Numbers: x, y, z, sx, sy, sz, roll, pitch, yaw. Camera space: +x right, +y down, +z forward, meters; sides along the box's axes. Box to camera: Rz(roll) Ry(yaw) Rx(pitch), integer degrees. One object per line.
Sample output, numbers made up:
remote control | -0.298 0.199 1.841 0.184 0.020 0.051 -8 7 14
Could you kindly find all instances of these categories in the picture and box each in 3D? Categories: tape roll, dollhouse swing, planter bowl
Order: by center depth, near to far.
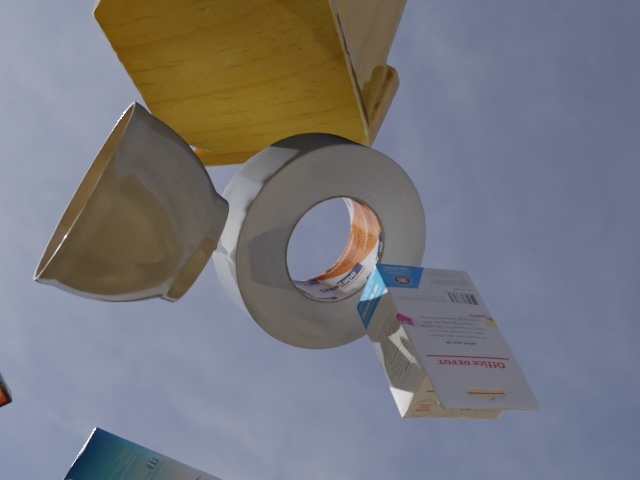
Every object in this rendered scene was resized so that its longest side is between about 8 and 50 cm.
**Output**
planter bowl | -0.142 -0.015 0.756 0.109 0.162 0.162 30 -48 -17
tape roll | 0.000 0.000 0.981 0.072 0.219 0.219 32 -37 57
dollhouse swing | -0.051 -0.317 1.083 0.315 0.304 0.347 -5 -31 12

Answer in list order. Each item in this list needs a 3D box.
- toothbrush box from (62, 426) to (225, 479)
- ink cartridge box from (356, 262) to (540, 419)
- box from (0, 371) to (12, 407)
toothbrush box | -0.233 0.434 1.488 0.296 0.126 0.216 14 -30 31
ink cartridge box | 0.112 0.104 0.857 0.104 0.181 0.061 5 -53 -22
box | -0.583 0.209 1.334 0.044 0.233 0.159 34 -33 66
